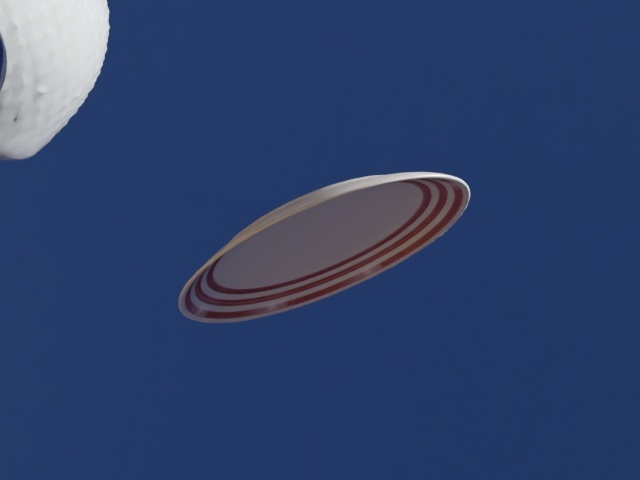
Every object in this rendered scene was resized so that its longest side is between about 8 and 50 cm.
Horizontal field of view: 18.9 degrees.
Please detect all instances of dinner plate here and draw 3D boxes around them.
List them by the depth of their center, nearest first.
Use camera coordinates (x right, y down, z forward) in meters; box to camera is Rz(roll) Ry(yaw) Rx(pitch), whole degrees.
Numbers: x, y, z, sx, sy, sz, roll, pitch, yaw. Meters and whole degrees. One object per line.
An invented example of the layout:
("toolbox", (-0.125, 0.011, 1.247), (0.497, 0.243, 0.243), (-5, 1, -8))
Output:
("dinner plate", (0.000, 0.000, 0.870), (0.141, 0.141, 0.017), (-35, -110, 31))

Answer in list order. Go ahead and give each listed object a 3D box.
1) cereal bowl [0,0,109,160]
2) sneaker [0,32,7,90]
("cereal bowl", (-0.248, -0.214, 1.163), (0.141, 0.339, 0.339), (-44, -122, 7))
("sneaker", (-0.246, -0.064, 0.668), (0.131, 0.296, 0.111), (-17, -94, 43))
